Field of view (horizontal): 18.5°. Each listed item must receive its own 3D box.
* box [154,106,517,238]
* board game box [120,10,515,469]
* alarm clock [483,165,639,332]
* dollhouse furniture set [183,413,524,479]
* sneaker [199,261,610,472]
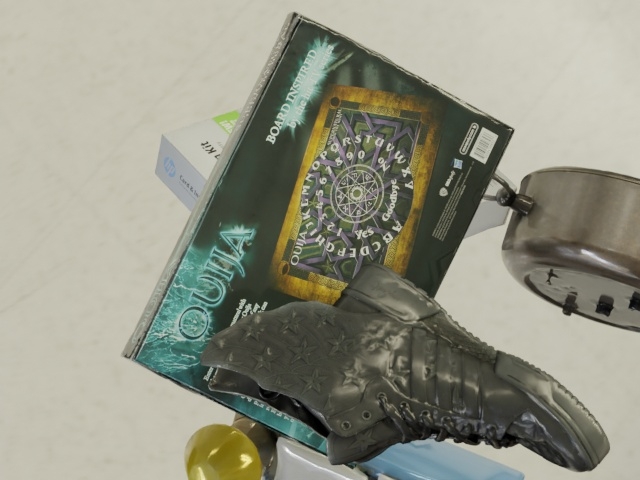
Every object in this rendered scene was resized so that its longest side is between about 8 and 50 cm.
[{"bbox_3d":[0.010,-0.039,1.265,0.186,0.038,0.145,-21,53,-33],"label":"box"},{"bbox_3d":[0.000,0.000,0.951,0.126,0.026,0.186,28,84,-16],"label":"board game box"},{"bbox_3d":[0.148,0.002,1.075,0.192,0.129,0.064,27,75,-18],"label":"alarm clock"},{"bbox_3d":[0.025,0.269,1.002,0.198,0.303,0.286,-31,141,-66],"label":"dollhouse furniture set"},{"bbox_3d":[0.035,0.072,0.864,0.170,0.051,0.089,36,73,25],"label":"sneaker"}]
